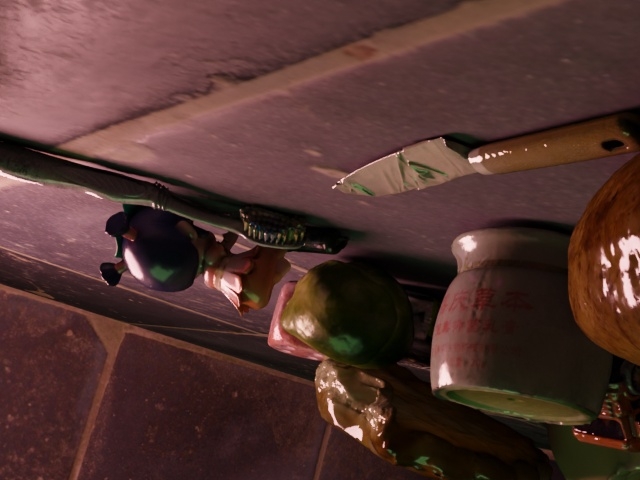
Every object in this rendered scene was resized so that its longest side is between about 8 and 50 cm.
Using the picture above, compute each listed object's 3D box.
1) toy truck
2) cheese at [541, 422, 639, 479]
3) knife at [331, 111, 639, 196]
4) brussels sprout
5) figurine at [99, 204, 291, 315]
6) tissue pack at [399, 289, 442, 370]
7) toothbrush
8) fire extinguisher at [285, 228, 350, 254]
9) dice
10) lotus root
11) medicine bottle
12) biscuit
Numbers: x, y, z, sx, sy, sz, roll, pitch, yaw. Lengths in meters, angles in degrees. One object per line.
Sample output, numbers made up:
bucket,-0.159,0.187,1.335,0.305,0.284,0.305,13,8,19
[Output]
toy truck,0.308,0.127,0.890,0.192,0.092,0.083,-18,-170,-35
cheese,0.300,0.199,1.098,0.071,0.163,0.249,-13,-143,-23
knife,0.091,-0.054,0.634,0.047,0.017,0.298,28,163,-25
brussels sprout,0.037,0.080,1.070,0.155,0.117,0.155,28,-169,-6
figurine,-0.133,0.013,1.016,0.195,0.102,0.111,17,135,7
tissue pack,0.110,0.115,1.240,0.173,0.073,0.235,9,166,30
toothbrush,-0.213,-0.056,0.953,0.414,0.035,0.042,14,147,0
fire extinguisher,0.000,0.000,0.974,0.083,0.025,0.038,4,-159,42
dice,-0.019,0.112,1.336,0.093,0.094,0.091,17,164,-5
lotus root,0.212,0.005,0.486,0.145,0.128,0.260,-10,174,-7
medicine bottle,0.170,0.071,0.802,0.147,0.143,0.147,10,165,3
biscuit,0.103,0.206,1.105,0.329,0.078,0.335,23,-177,23
